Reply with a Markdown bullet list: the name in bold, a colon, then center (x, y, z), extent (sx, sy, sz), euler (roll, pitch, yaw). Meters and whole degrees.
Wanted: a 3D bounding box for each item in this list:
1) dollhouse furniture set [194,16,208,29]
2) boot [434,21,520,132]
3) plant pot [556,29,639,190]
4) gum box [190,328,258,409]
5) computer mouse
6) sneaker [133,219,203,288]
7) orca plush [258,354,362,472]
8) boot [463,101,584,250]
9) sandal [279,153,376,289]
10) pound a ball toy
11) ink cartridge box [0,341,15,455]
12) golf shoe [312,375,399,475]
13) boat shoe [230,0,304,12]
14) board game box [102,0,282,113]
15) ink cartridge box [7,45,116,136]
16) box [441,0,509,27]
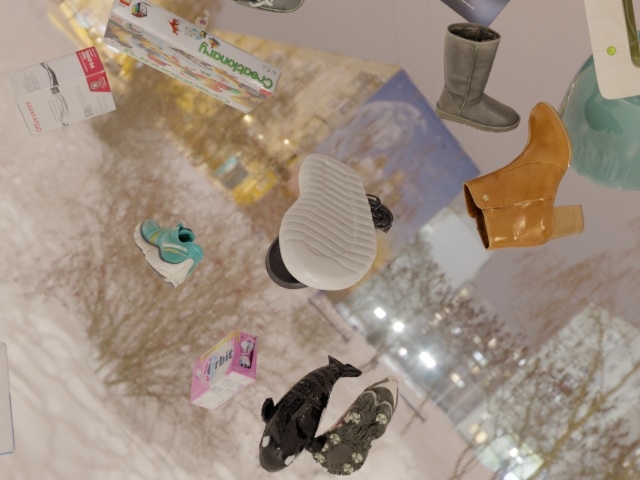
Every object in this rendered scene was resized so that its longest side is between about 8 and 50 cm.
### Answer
- **dollhouse furniture set**: center (-0.240, -0.446, 1.847), extent (0.114, 0.081, 0.091), euler (18, 23, -34)
- **boot**: center (0.319, -0.316, 1.635), extent (0.076, 0.189, 0.209), euler (-81, 180, -46)
- **plant pot**: center (0.637, -0.280, 1.695), extent (0.293, 0.293, 0.235), euler (47, -11, 21)
- **gum box**: center (-0.208, 0.281, 1.836), extent (0.062, 0.188, 0.107), euler (25, 46, -28)
- **computer mouse**: center (0.000, 0.000, 1.657), extent (0.188, 0.272, 0.072), euler (37, -23, 14)
- **sneaker**: center (-0.312, 0.014, 1.759), extent (0.107, 0.110, 0.275), euler (53, -8, -31)
- **orca plush**: center (-0.015, 0.344, 1.703), extent (0.151, 0.287, 0.102), euler (53, -30, 6)
- **boot**: center (0.374, -0.128, 1.615), extent (0.104, 0.211, 0.295), euler (111, -28, -69)
- **sandal**: center (0.011, -0.017, 1.485), extent (0.169, 0.102, 0.416), euler (23, 31, -6)
- **pound a ball toy**: center (0.440, -0.373, 1.148), extent (0.208, 0.135, 0.319), euler (-33, 113, -59)
- **ink cartridge box**: center (-0.358, 0.158, 0.830), extent (0.180, 0.060, 0.104), euler (-15, -99, 55)
- **golf shoe**: center (0.083, 0.391, 1.752), extent (0.105, 0.273, 0.120), euler (41, 36, 5)
- **boat shoe**: center (-0.127, -0.432, 1.429), extent (0.319, 0.116, 0.099), euler (6, 55, -55)
- **board game box**: center (-0.236, -0.333, 1.513), extent (0.305, 0.053, 0.193), euler (25, -10, -16)
- **ink cartridge box**: center (-0.429, -0.247, 1.399), extent (0.109, 0.150, 0.063), euler (97, -31, -63)
- **box**: center (0.399, -0.765, 2.200), extent (0.296, 0.294, 0.183), euler (31, 26, -18)
